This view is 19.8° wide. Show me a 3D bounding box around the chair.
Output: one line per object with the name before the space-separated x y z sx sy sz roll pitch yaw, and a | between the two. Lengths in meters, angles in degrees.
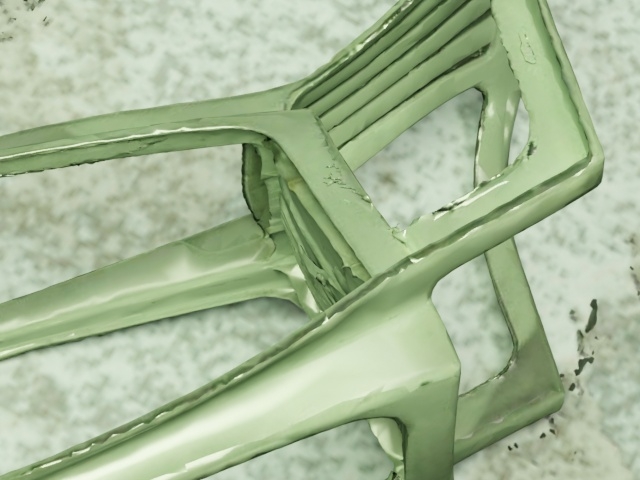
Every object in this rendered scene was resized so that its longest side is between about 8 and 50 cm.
chair | 0.000 0.000 0.642 0.274 0.203 0.190 -22 64 -9
